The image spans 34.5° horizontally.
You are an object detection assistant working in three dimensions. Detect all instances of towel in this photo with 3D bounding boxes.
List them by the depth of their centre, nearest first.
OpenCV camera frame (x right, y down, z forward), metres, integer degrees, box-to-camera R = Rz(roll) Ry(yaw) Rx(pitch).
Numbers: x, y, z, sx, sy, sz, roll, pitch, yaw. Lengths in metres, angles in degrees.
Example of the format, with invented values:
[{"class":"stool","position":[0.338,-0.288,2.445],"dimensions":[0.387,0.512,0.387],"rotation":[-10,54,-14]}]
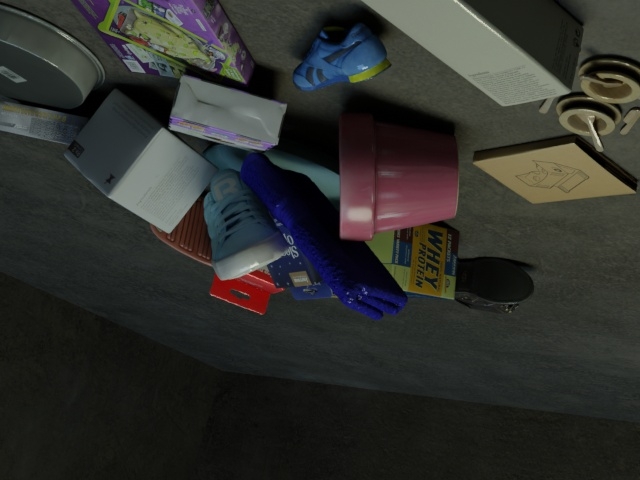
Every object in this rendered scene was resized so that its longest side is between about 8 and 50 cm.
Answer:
[{"class":"towel","position":[0.000,0.000,1.687],"dimensions":[0.308,0.076,0.227],"rotation":[51,-166,24]}]

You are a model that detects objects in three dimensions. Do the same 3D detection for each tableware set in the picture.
[{"class":"tableware set","position":[0.362,-0.177,1.343],"dimensions":[0.128,0.039,0.194],"rotation":[15,163,3]}]

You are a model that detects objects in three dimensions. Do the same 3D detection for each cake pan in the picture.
[{"class":"cake pan","position":[-0.508,-0.302,1.721],"dimensions":[0.293,0.054,0.293],"rotation":[15,164,4]}]

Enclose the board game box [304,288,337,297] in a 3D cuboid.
[{"class":"board game box","position":[-0.001,0.097,2.531],"dimensions":[0.170,0.048,0.141],"rotation":[2,160,38]}]

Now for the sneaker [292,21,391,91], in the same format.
[{"class":"sneaker","position":[0.016,-0.254,1.400],"dimensions":[0.209,0.069,0.082],"rotation":[3,128,61]}]

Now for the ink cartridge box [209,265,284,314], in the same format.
[{"class":"ink cartridge box","position":[-0.124,0.019,2.077],"dimensions":[0.134,0.231,0.078],"rotation":[22,162,-21]}]

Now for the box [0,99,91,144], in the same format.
[{"class":"box","position":[-0.496,-0.210,1.899],"dimensions":[0.231,0.056,0.183],"rotation":[12,-178,13]}]

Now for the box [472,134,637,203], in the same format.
[{"class":"box","position":[0.361,-0.106,1.600],"dimensions":[0.164,0.021,0.201],"rotation":[28,160,-34]}]

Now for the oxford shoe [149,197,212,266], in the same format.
[{"class":"oxford shoe","position":[-0.194,0.009,2.253],"dimensions":[0.397,0.140,0.146],"rotation":[19,167,-20]}]

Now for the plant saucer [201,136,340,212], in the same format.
[{"class":"plant saucer","position":[-0.064,-0.122,1.903],"dimensions":[0.317,0.044,0.317],"rotation":[14,163,5]}]

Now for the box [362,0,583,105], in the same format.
[{"class":"box","position":[0.171,-0.260,1.164],"dimensions":[0.275,0.094,0.113],"rotation":[30,158,-36]}]

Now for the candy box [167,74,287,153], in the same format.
[{"class":"candy box","position":[-0.151,-0.194,1.615],"dimensions":[0.165,0.070,0.196],"rotation":[14,178,-10]}]

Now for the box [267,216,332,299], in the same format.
[{"class":"box","position":[-0.064,0.014,1.953],"dimensions":[0.136,0.036,0.225],"rotation":[-10,106,54]}]

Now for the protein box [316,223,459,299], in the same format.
[{"class":"protein box","position":[0.126,0.035,1.987],"dimensions":[0.200,0.136,0.201],"rotation":[0,172,42]}]

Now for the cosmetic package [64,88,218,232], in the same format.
[{"class":"cosmetic package","position":[-0.310,-0.136,1.797],"dimensions":[0.151,0.151,0.183],"rotation":[39,-179,33]}]

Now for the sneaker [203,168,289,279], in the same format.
[{"class":"sneaker","position":[-0.149,-0.039,1.754],"dimensions":[0.150,0.135,0.366],"rotation":[62,177,-14]}]

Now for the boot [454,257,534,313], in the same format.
[{"class":"boot","position":[0.368,0.107,2.193],"dimensions":[0.263,0.091,0.229],"rotation":[8,167,37]}]

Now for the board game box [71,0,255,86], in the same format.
[{"class":"board game box","position":[-0.239,-0.324,1.421],"dimensions":[0.208,0.056,0.347],"rotation":[14,164,19]}]

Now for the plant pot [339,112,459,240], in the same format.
[{"class":"plant pot","position":[0.118,-0.098,1.592],"dimensions":[0.180,0.201,0.201],"rotation":[0,162,0]}]
